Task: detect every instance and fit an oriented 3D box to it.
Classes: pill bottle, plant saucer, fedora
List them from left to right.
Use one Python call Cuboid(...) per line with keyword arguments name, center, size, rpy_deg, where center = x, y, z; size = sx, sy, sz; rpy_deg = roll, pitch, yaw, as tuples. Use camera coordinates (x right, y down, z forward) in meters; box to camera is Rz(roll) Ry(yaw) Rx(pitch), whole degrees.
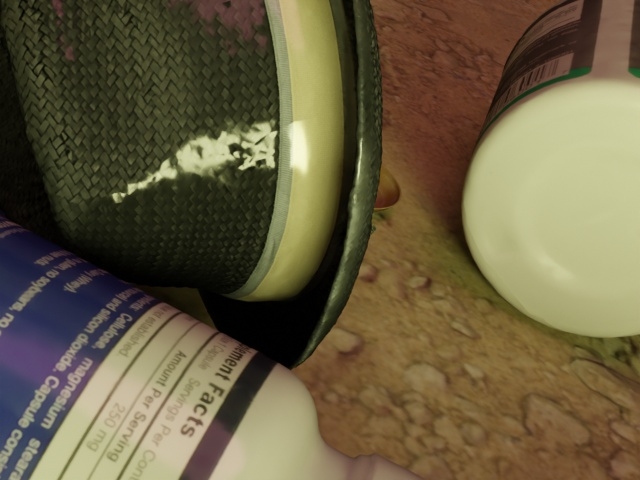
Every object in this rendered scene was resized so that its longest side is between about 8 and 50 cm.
Cuboid(name="pill bottle", center=(-0.095, 0.095, 0.426), size=(0.265, 0.153, 0.153), rpy_deg=(28, 32, 3))
Cuboid(name="fedora", center=(-0.100, -0.083, 0.559), size=(0.152, 0.334, 0.334), rpy_deg=(-5, 42, -24))
Cuboid(name="plant saucer", center=(0.024, -0.046, 0.837), size=(0.083, 0.015, 0.083), rpy_deg=(17, 33, -12))
Cuboid(name="pill bottle", center=(0.244, -0.094, 0.881), size=(0.204, 0.204, 0.361), rpy_deg=(27, 33, 3))

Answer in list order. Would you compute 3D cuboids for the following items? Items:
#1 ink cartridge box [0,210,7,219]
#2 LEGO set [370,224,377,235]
Cuboid(name="ink cartridge box", center=(-0.254, -0.020, 0.581), size=(0.206, 0.045, 0.208), rpy_deg=(6, 36, -28))
Cuboid(name="LEGO set", center=(-0.002, -0.001, 0.756), size=(0.083, 0.023, 0.054), rpy_deg=(9, 32, -2))
